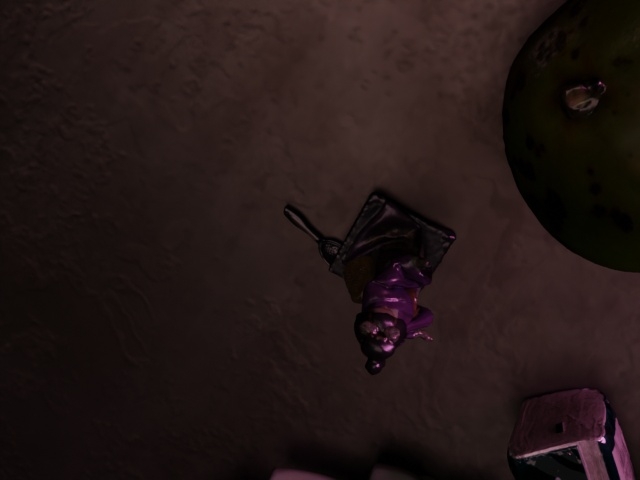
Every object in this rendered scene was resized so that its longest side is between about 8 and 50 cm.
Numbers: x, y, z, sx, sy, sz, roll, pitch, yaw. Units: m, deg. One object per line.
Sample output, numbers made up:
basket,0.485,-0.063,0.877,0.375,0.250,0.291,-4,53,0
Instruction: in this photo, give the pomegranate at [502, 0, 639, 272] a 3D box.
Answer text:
pomegranate,0.243,-0.079,0.711,0.211,0.263,0.211,-13,73,49

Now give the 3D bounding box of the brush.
brush,0.000,0.000,0.874,0.083,0.008,0.024,43,113,-5

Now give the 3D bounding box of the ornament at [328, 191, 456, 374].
ornament,0.057,0.034,0.772,0.088,0.203,0.081,27,104,-3

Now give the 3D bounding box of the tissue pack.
tissue pack,0.217,0.218,0.851,0.090,0.103,0.170,-12,105,20

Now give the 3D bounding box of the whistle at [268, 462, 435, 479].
whistle,0.069,0.251,0.899,0.244,0.110,0.092,15,146,5
